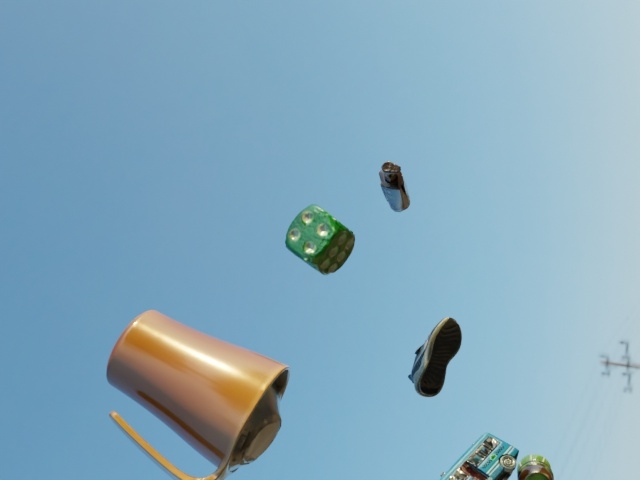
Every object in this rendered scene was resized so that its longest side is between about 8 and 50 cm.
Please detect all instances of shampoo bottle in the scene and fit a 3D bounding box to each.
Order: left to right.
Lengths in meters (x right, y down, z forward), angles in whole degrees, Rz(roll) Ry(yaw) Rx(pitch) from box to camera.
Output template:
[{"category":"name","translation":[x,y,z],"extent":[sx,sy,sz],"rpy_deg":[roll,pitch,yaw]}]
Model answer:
[{"category":"shampoo bottle","translation":[0.196,-0.144,2.253],"extent":[0.236,0.068,0.067],"rpy_deg":[55,-148,-66]}]

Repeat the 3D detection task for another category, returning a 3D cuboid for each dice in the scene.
[{"category":"dice","translation":[0.000,0.000,2.018],"extent":[0.128,0.120,0.131],"rpy_deg":[-53,-28,-2]}]

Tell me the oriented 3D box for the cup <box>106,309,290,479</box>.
[{"category":"cup","translation":[-0.191,0.236,1.274],"extent":[0.226,0.264,0.182],"rpy_deg":[-55,-14,-32]}]

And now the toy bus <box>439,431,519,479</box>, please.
[{"category":"toy bus","translation":[0.394,0.608,2.166],"extent":[0.246,0.134,0.113],"rpy_deg":[-34,-38,-36]}]

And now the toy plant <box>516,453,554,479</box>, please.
[{"category":"toy plant","translation":[0.560,0.612,2.229],"extent":[0.162,0.093,0.093],"rpy_deg":[-12,-73,-78]}]

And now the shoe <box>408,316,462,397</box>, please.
[{"category":"shoe","translation":[0.304,0.313,2.341],"extent":[0.099,0.112,0.227],"rpy_deg":[23,-96,-21]}]
